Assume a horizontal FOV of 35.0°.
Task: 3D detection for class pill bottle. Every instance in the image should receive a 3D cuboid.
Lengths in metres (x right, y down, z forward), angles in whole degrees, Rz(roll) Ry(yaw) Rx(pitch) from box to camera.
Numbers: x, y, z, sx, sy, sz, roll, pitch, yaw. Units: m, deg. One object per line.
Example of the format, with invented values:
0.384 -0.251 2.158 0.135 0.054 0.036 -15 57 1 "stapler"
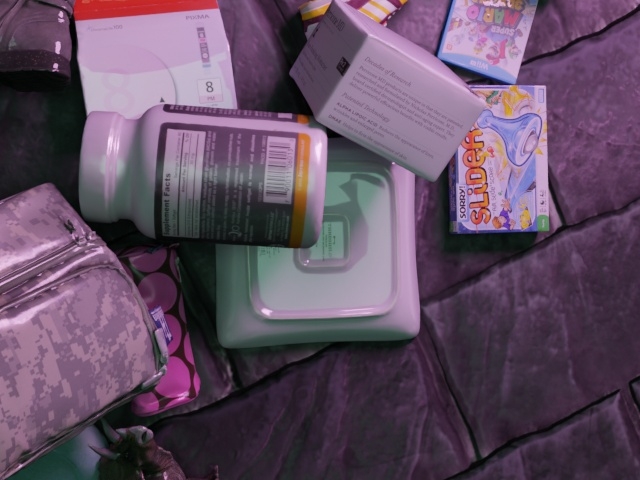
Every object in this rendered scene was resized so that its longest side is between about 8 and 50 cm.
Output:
-0.136 -0.078 1.206 0.278 0.162 0.162 4 90 -4 "pill bottle"

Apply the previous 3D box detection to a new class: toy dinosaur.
-0.208 0.354 1.266 0.160 0.121 0.313 4 104 -8 "toy dinosaur"

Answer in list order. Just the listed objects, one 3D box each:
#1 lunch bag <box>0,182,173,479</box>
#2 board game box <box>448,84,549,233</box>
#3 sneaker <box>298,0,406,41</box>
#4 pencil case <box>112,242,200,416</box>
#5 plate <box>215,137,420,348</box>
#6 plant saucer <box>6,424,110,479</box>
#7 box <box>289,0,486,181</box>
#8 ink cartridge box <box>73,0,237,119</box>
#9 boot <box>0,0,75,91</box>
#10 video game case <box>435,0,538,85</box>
-0.339 0.114 1.105 0.256 0.212 0.305 51 41 6 "lunch bag"
0.242 -0.110 1.391 0.136 0.035 0.201 -2 91 -13 "board game box"
0.066 -0.298 1.339 0.185 0.069 0.084 -19 103 -6 "sneaker"
-0.207 0.108 1.265 0.098 0.095 0.209 -12 95 -28 "pencil case"
0.000 0.000 1.332 0.278 0.045 0.277 -2 91 -12 "plate"
-0.346 0.301 1.244 0.195 0.037 0.195 -3 99 -20 "plant saucer"
0.078 -0.187 1.249 0.182 0.181 0.119 26 108 -24 "box"
-0.214 -0.261 1.277 0.189 0.066 0.232 -9 97 -12 "ink cartridge box"
-0.412 -0.263 1.228 0.246 0.083 0.161 0 73 -3 "boot"
0.234 -0.310 1.398 0.119 0.015 0.166 17 87 -13 "video game case"
